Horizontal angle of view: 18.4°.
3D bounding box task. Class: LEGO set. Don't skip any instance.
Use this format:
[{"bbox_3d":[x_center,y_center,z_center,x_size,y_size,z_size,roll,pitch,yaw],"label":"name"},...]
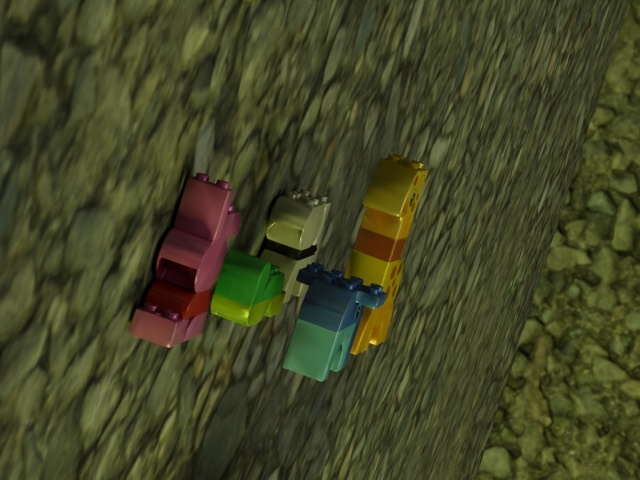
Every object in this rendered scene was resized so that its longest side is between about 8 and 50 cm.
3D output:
[{"bbox_3d":[0.000,0.000,0.913,0.227,0.087,0.093,-18,127,-76],"label":"LEGO set"}]
